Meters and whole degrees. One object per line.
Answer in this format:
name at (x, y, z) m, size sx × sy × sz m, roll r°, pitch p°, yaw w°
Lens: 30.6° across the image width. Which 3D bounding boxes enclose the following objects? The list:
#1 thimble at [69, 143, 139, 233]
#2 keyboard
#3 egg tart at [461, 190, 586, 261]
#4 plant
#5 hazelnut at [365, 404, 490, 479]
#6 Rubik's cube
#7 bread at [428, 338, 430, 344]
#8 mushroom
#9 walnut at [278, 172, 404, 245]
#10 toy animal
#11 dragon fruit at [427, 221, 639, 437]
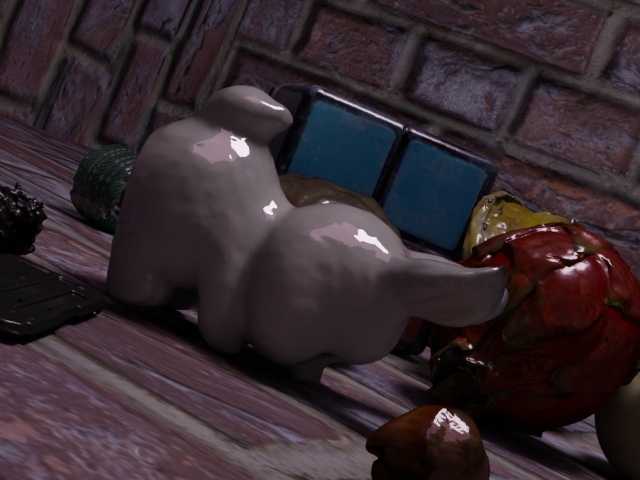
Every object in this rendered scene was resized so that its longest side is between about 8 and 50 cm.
thimble at (-0.280, -0.070, 1.661) m, size 0.090 × 0.118 × 0.135 m, roll 24°, pitch 2°, yaw 29°
keyboard at (-0.235, 0.040, 0.893) m, size 0.106 × 0.016 × 0.262 m, roll 23°, pitch 3°, yaw 2°
egg tart at (0.312, 0.087, 1.609) m, size 0.132 × 0.345 × 0.345 m, roll -14°, pitch -17°, yaw 27°
plant at (-0.316, -0.030, 1.024) m, size 0.085 × 0.087 × 0.174 m, roll -14°, pitch -29°, yaw 39°
hazelnut at (0.074, 0.151, 0.804) m, size 0.086 × 0.086 × 0.086 m, roll 24°, pitch 2°, yaw -1°
Rubik's cube at (0.037, -0.043, 1.776) m, size 0.318 × 0.316 × 0.313 m, roll 22°, pitch 2°, yaw -13°
bread at (0.289, 0.155, 2.071) m, size 0.250 × 0.133 × 0.179 m, roll 24°, pitch -2°, yaw -13°
mushroom at (0.469, 0.206, 1.413) m, size 0.254 × 0.234 × 0.260 m, roll 31°, pitch 7°, yaw 37°
walnut at (-0.009, 0.025, 1.342) m, size 0.224 × 0.224 × 0.224 m, roll 24°, pitch 2°, yaw -1°
toy animal at (-0.007, 0.008, 1.109) m, size 0.368 × 0.241 × 0.196 m, roll 24°, pitch 4°, yaw 11°
dragon fruit at (0.244, 0.108, 1.347) m, size 0.244 × 0.299 × 0.244 m, roll 38°, pitch -31°, yaw 28°
